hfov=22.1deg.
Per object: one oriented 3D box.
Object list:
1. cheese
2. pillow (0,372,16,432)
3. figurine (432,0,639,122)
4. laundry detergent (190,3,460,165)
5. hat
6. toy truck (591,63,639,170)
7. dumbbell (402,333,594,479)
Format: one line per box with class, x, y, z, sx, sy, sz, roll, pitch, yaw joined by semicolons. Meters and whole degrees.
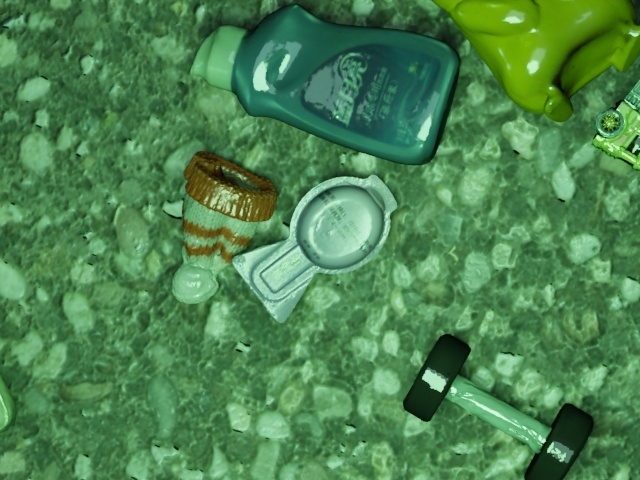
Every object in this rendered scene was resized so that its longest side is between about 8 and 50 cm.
cheese;0.000;0.000;1.820;0.191;0.042;0.105;-37;101;-2
pillow;-0.507;0.103;1.863;0.255;0.120;0.322;-21;85;5
figurine;0.201;-0.287;1.745;0.218;0.169;0.326;-38;88;-9
laundry detergent;0.002;-0.181;1.805;0.290;0.094;0.143;15;96;7
hat;-0.123;-0.005;1.838;0.112;0.093;0.162;25;110;9
toy truck;0.373;-0.149;1.764;0.100;0.077;0.169;37;94;7
dumbbell;0.192;0.187;1.779;0.191;0.100;0.100;31;94;7
